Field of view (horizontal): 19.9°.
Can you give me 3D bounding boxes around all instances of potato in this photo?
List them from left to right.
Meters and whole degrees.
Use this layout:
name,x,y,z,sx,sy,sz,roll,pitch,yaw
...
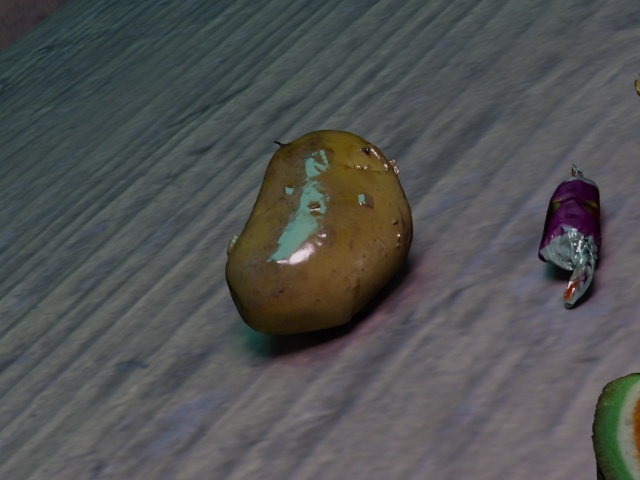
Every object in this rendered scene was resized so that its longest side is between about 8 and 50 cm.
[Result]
name,x,y,z,sx,sy,sz,roll,pitch,yaw
potato,0.000,0.000,1.383,0.137,0.137,0.176,-2,53,47

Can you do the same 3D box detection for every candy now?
name,x,y,z,sx,sy,sz,roll,pitch,yaw
candy,0.179,-0.009,1.307,0.043,0.045,0.175,12,26,2

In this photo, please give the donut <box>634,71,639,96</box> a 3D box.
name,x,y,z,sx,sy,sz,roll,pitch,yaw
donut,0.326,-0.133,1.386,0.181,0.078,0.146,-37,22,-9

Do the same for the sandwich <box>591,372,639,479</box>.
name,x,y,z,sx,sy,sz,roll,pitch,yaw
sandwich,0.210,0.134,0.901,0.159,0.079,0.235,-22,23,-18
